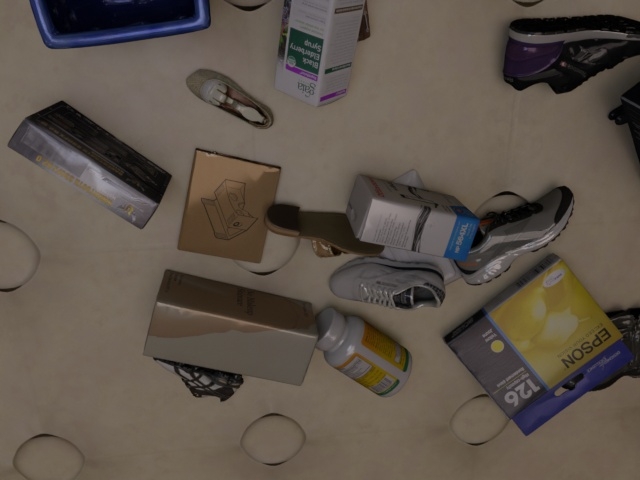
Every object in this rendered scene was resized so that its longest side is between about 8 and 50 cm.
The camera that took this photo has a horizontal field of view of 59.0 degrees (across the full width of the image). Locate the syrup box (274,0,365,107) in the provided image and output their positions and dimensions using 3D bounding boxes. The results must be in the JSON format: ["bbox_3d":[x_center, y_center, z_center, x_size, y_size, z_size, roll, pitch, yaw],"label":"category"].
[{"bbox_3d":[0.001,-0.345,0.905,0.093,0.096,0.237,30,128,24],"label":"syrup box"}]

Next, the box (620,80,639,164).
[{"bbox_3d":[0.766,-0.223,1.010,0.343,0.179,0.312,-37,129,8],"label":"box"}]

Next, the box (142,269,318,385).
[{"bbox_3d":[-0.172,0.171,1.111,0.310,0.148,0.121,14,109,-14],"label":"box"}]

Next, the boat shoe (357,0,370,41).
[{"bbox_3d":[0.056,-0.428,0.946,0.066,0.066,0.183,-8,120,-12],"label":"boat shoe"}]

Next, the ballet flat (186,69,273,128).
[{"bbox_3d":[-0.156,-0.248,0.992,0.168,0.052,0.057,24,107,-16],"label":"ballet flat"}]

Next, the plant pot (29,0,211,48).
[{"bbox_3d":[-0.285,-0.418,0.820,0.235,0.212,0.236,-8,113,-4],"label":"plant pot"}]

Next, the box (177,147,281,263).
[{"bbox_3d":[-0.175,-0.062,1.082,0.164,0.021,0.201,11,109,-12],"label":"box"}]

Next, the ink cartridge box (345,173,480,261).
[{"bbox_3d":[0.162,-0.044,1.031,0.203,0.148,0.086,12,111,-12],"label":"ink cartridge box"}]

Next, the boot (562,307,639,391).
[{"bbox_3d":[0.654,0.242,1.295,0.246,0.083,0.161,-15,101,-1],"label":"boot"}]

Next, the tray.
[{"bbox_3d":[0.189,0.004,1.151,0.145,0.030,0.270,-30,113,4],"label":"tray"}]

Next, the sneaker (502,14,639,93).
[{"bbox_3d":[0.469,-0.334,1.028,0.283,0.107,0.124,-2,127,-3],"label":"sneaker"}]

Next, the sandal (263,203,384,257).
[{"bbox_3d":[0.001,-0.005,1.110,0.239,0.088,0.079,14,142,-13],"label":"sandal"}]

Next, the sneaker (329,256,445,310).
[{"bbox_3d":[0.129,0.094,1.127,0.234,0.095,0.090,-3,121,13],"label":"sneaker"}]

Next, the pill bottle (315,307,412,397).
[{"bbox_3d":[0.081,0.230,1.181,0.208,0.118,0.118,35,104,-19],"label":"pill bottle"}]

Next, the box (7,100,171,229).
[{"bbox_3d":[-0.368,-0.130,0.942,0.231,0.183,0.056,35,104,-19],"label":"box"}]

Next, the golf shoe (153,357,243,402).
[{"bbox_3d":[-0.264,0.286,1.182,0.198,0.077,0.094,24,107,-15],"label":"golf shoe"}]

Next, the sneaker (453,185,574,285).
[{"bbox_3d":[0.383,-0.023,1.130,0.271,0.100,0.108,-37,106,8],"label":"sneaker"}]

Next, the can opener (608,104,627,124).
[{"bbox_3d":[0.649,-0.271,1.084,0.186,0.059,0.073,-25,113,3],"label":"can opener"}]

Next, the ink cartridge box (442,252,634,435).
[{"bbox_3d":[0.479,0.240,1.224,0.303,0.072,0.307,-40,93,8],"label":"ink cartridge box"}]
